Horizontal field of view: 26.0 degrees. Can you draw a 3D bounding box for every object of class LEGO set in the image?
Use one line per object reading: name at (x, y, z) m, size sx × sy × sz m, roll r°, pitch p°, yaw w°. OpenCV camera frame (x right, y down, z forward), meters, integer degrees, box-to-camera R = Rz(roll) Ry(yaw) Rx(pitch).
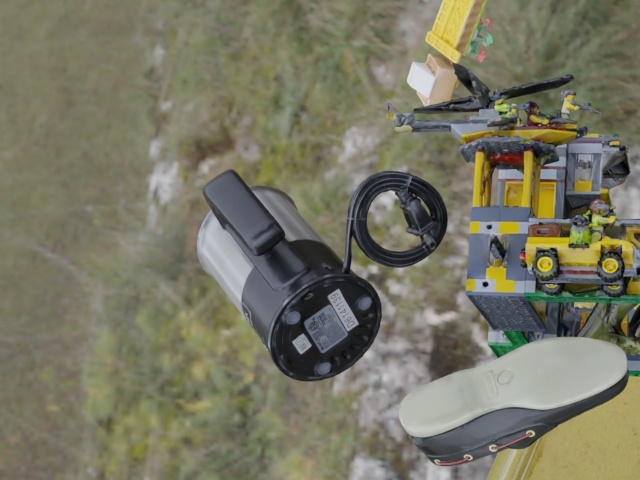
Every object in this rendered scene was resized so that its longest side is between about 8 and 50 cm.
LEGO set at (0.209, -0.026, 0.923) m, size 0.254 × 0.331 × 0.192 m, roll -2°, pitch 73°, yaw 24°
LEGO set at (0.154, -0.279, 1.398) m, size 0.132 × 0.107 × 0.287 m, roll 0°, pitch 100°, yaw 48°

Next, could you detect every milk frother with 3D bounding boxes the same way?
milk frother at (0.000, 0.000, 0.963) m, size 0.135 × 0.143 × 0.129 m, roll 48°, pitch 153°, yaw 49°

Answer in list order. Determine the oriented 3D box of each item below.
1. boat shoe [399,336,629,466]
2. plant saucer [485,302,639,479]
boat shoe at (0.112, 0.091, 0.782) m, size 0.133 × 0.042 × 0.049 m, roll -20°, pitch 37°, yaw 18°
plant saucer at (0.292, 0.169, 1.122) m, size 0.332 × 0.081 × 0.333 m, roll 6°, pitch 48°, yaw 31°
